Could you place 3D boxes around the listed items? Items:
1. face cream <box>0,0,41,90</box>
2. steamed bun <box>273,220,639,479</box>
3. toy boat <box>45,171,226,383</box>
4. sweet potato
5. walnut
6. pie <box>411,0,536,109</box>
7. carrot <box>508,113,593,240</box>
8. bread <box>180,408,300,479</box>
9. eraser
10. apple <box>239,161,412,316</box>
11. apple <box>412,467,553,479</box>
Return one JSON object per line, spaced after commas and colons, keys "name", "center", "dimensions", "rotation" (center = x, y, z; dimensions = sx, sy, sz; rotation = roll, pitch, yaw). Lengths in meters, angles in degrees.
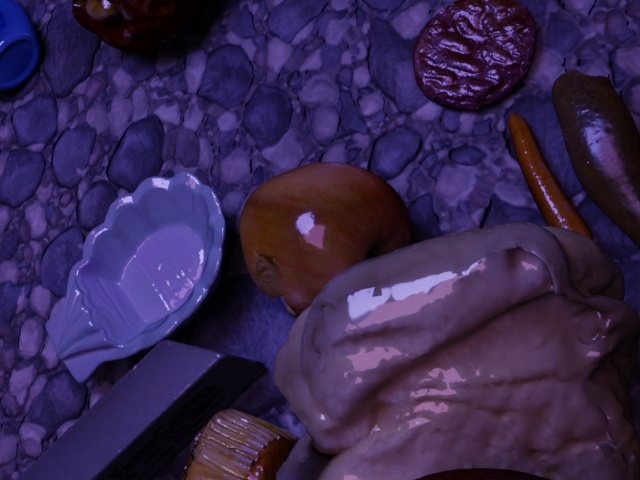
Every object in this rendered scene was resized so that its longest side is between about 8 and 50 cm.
{"name": "face cream", "center": [-0.565, -0.351, 1.300], "dimensions": [0.264, 0.083, 0.149], "rotation": [38, 89, 30]}
{"name": "steamed bun", "center": [0.119, 0.147, 0.720], "dimensions": [0.324, 0.230, 0.373], "rotation": [0, 106, -2]}
{"name": "toy boat", "center": [-0.217, 0.051, 0.998], "dimensions": [0.290, 0.100, 0.199], "rotation": [-43, 61, 6]}
{"name": "sweet potato", "center": [0.302, -0.078, 0.806], "dimensions": [0.077, 0.077, 0.244], "rotation": [-25, 64, 17]}
{"name": "walnut", "center": [-0.251, -0.414, 1.103], "dimensions": [0.243, 0.222, 0.269], "rotation": [32, 74, 22]}
{"name": "pie", "center": [0.180, -0.226, 0.934], "dimensions": [0.154, 0.036, 0.155], "rotation": [-8, 70, 22]}
{"name": "carrot", "center": [0.240, -0.066, 0.853], "dimensions": [0.037, 0.037, 0.190], "rotation": [-28, 63, 15]}
{"name": "bread", "center": [-0.082, 0.288, 0.840], "dimensions": [0.114, 0.132, 0.191], "rotation": [15, 84, 29]}
{"name": "eraser", "center": [-0.227, 0.235, 0.937], "dimensions": [0.352, 0.111, 0.077], "rotation": [-43, 63, 7]}
{"name": "apple", "center": [0.000, 0.000, 0.875], "dimensions": [0.199, 0.199, 0.199], "rotation": [-8, 71, 23]}
{"name": "apple", "center": [0.126, 0.295, 0.485], "dimensions": [0.288, 0.288, 0.317], "rotation": [-46, 23, 6]}
